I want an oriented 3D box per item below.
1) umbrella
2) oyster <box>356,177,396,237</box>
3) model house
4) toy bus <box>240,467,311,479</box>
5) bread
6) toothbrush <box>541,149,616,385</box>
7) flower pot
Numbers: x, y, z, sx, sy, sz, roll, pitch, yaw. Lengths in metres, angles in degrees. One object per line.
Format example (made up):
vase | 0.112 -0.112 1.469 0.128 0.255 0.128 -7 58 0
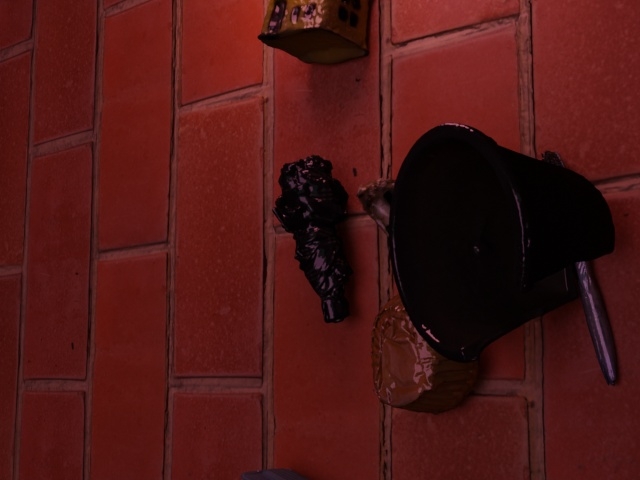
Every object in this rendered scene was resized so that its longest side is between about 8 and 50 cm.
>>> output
umbrella | 0.011 -0.005 2.074 0.128 0.154 0.337 132 115 -75
oyster | 0.184 -0.013 1.938 0.166 0.094 0.294 -45 67 47
model house | 0.005 -0.503 2.123 0.193 0.174 0.234 2 75 44
toy bus | -0.025 0.579 1.994 0.312 0.152 0.190 17 97 43
bread | 0.177 0.198 1.859 0.240 0.139 0.240 -1 89 49
toothbrush | 0.436 0.041 1.716 0.035 0.042 0.414 -25 70 38
flower pot | 0.301 -0.012 1.655 0.379 0.251 0.380 24 117 60
